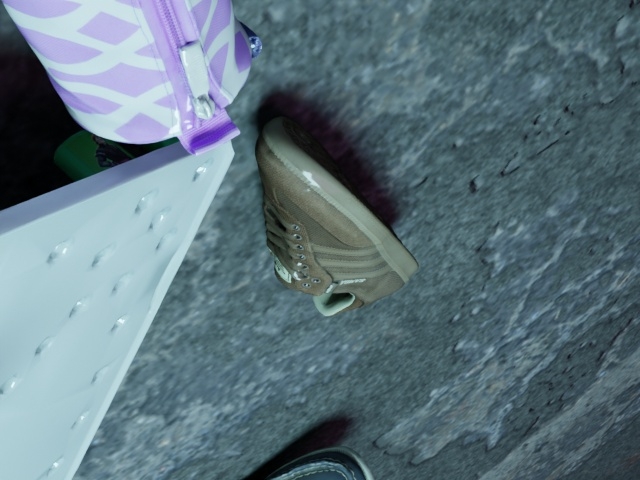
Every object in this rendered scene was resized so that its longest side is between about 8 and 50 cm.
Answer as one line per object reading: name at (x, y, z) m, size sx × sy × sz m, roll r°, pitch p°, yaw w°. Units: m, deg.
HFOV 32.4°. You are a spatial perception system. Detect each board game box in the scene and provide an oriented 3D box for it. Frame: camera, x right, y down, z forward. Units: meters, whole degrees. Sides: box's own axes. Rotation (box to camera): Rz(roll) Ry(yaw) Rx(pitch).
board game box at (-0.229, 0.137, 0.461) m, size 0.390 × 0.050 × 0.390 m, roll -33°, pitch 157°, yaw -56°

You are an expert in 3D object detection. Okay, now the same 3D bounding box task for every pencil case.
pencil case at (-0.079, -0.116, 0.379) m, size 0.086 × 0.088 × 0.206 m, roll -28°, pitch 146°, yaw -8°

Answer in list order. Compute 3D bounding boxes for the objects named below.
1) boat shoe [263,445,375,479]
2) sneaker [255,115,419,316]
boat shoe at (-0.069, 0.249, 0.858) m, size 0.254 × 0.095 × 0.079 m, roll -35°, pitch 161°, yaw 13°
sneaker at (0.000, 0.000, 0.626) m, size 0.071 × 0.066 × 0.188 m, roll -39°, pitch 148°, yaw 4°
